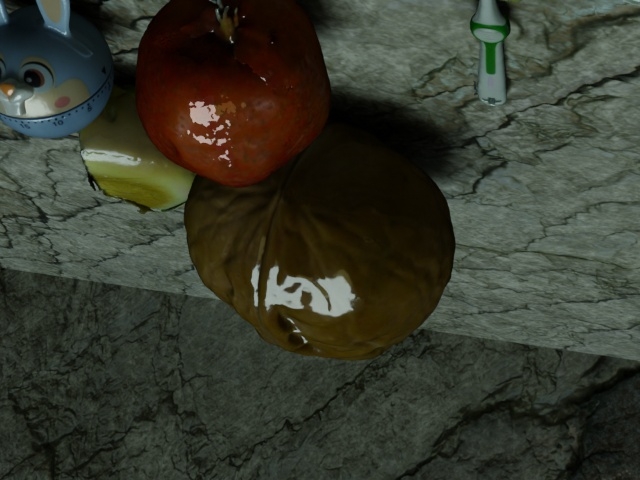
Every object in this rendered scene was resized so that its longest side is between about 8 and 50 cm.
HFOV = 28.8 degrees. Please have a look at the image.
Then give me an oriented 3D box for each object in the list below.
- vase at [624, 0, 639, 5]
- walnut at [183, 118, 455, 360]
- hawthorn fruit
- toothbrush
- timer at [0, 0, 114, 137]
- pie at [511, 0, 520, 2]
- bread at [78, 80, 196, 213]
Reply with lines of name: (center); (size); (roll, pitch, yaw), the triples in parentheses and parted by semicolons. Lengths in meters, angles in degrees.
vase: (0.288, -0.226, 0.714); (0.445, 0.250, 0.250); (17, 166, -30)
walnut: (0.000, 0.000, 1.665); (0.353, 0.308, 0.398); (8, 166, 21)
hawthorn fruit: (-0.094, -0.181, 1.281); (0.211, 0.211, 0.299); (11, 157, 6)
toothbrush: (0.170, -0.208, 1.249); (0.042, 0.040, 0.418); (8, 166, 10)
timer: (-0.334, -0.215, 1.426); (0.175, 0.175, 0.255); (9, 165, 15)
pie: (0.149, -0.273, 0.922); (0.302, 0.067, 0.302); (6, 158, 2)
bread: (-0.228, -0.134, 1.702); (0.156, 0.158, 0.261); (1, 165, 3)
